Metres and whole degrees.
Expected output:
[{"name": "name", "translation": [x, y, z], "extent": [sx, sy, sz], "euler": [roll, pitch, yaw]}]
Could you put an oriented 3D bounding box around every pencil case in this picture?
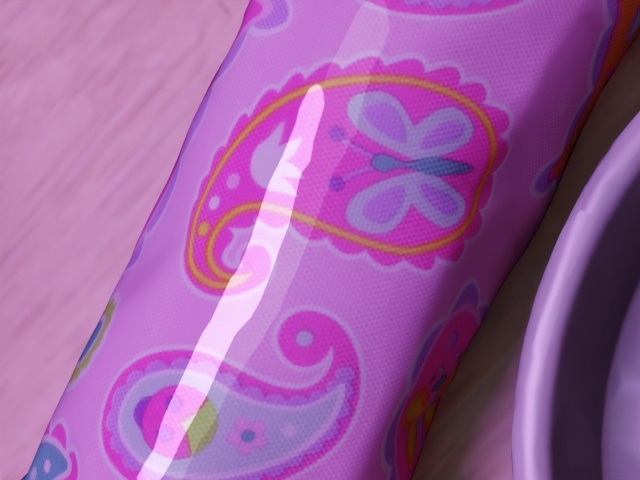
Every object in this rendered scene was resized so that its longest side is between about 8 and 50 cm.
[{"name": "pencil case", "translation": [0.000, 0.000, 0.470], "extent": [0.124, 0.124, 0.284], "euler": [26, 90, 16]}]

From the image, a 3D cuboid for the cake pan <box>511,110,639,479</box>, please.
[{"name": "cake pan", "translation": [0.202, 0.060, 0.444], "extent": [0.293, 0.054, 0.293], "euler": [-2, 81, 14]}]
